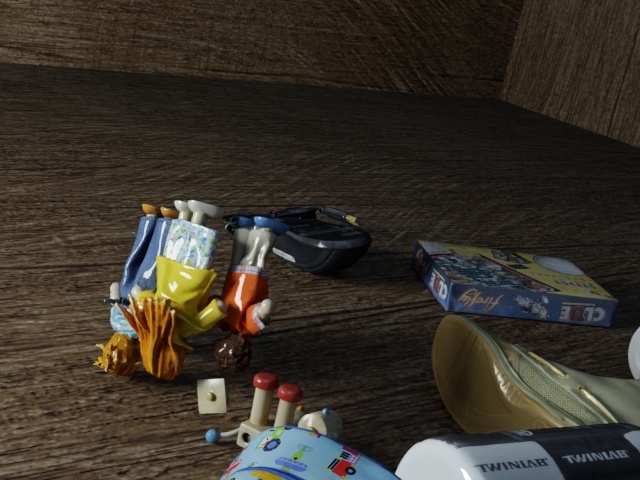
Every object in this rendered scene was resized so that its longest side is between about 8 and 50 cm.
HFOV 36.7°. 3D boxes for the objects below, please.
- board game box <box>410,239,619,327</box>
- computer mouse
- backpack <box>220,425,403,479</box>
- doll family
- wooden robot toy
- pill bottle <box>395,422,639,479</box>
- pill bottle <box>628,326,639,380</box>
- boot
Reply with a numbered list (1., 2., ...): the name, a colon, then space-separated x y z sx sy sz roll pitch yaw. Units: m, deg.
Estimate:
1. board game box: 0.265 0.059 1.343 0.243 0.042 0.165 7 18 -14
2. computer mouse: 0.000 0.000 1.342 0.184 0.060 0.262 -10 15 -39
3. backpack: -0.017 0.199 0.523 0.158 0.173 0.117 23 21 29
4. doll family: -0.149 0.049 0.891 0.118 0.163 0.263 19 -10 -34
5. wooden robot toy: -0.022 0.157 0.829 0.173 0.076 0.079 21 9 28
6. pill bottle: 0.184 0.202 0.709 0.246 0.130 0.130 1 20 -28
7. pill bottle: 0.449 0.138 1.141 0.152 0.086 0.086 3 19 -24
8. boot: 0.249 0.155 0.950 0.203 0.095 0.262 0 22 -30
